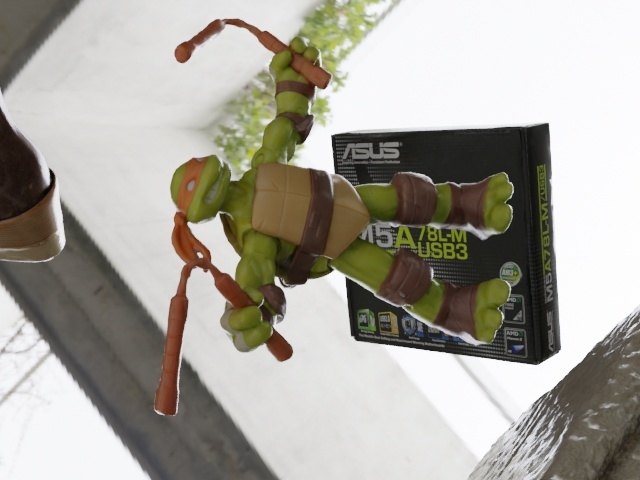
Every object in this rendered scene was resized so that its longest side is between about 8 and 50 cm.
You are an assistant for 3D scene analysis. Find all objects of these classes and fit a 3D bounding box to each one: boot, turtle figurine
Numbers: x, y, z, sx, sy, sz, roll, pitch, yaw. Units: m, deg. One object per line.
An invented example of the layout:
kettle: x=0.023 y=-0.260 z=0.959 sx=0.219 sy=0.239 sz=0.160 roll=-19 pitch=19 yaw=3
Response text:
boot: x=-0.334 y=-0.061 z=0.795 sx=0.248 sy=0.090 sz=0.207 roll=-3 pitch=-43 yaw=8
turtle figurine: x=0.000 y=0.000 z=0.597 sx=0.217 sy=0.269 sz=0.087 roll=15 pitch=-37 yaw=-14

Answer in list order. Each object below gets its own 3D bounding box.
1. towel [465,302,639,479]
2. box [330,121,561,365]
towel: x=0.095 y=0.130 z=0.469 sx=0.049 sy=0.282 sz=0.187 roll=43 pitch=-49 yaw=9
box: x=0.099 y=-0.001 z=0.831 sx=0.191 sy=0.045 sz=0.184 roll=4 pitch=-74 yaw=41
